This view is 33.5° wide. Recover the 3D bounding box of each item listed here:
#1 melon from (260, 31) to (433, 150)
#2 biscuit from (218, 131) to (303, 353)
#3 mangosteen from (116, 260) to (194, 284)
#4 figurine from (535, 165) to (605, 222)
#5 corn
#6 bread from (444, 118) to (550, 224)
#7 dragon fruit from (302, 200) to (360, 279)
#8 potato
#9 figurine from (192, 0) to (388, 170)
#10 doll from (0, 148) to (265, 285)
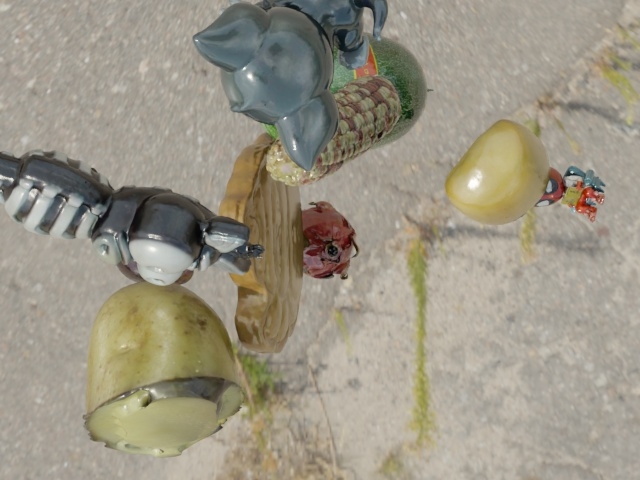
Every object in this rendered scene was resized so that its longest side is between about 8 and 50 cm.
[{"bbox_3d":[0.040,-0.215,1.549,0.287,0.182,0.182,-5,117,-28],"label":"melon"},{"bbox_3d":[-0.073,0.007,1.561,0.057,0.351,0.312,-2,104,12],"label":"biscuit"},{"bbox_3d":[-0.267,0.013,1.750,0.152,0.152,0.152,-1,114,-1],"label":"mangosteen"},{"bbox_3d":[0.364,-0.082,1.631,0.140,0.075,0.068,17,126,5],"label":"figurine"},{"bbox_3d":[0.019,-0.133,1.306,0.086,0.253,0.086,15,122,25],"label":"corn"},{"bbox_3d":[0.254,-0.083,1.458,0.098,0.217,0.147,39,102,18],"label":"bread"},{"bbox_3d":[0.000,0.000,1.789,0.136,0.166,0.133,11,93,-19],"label":"dragon fruit"},{"bbox_3d":[-0.224,0.165,1.469,0.242,0.242,0.285,-2,156,-1],"label":"potato"},{"bbox_3d":[-0.004,-0.210,1.175,0.265,0.140,0.193,-37,111,-16],"label":"figurine"},{"bbox_3d":[-0.146,-0.016,0.752,0.219,0.091,0.067,17,70,-1],"label":"doll"}]
